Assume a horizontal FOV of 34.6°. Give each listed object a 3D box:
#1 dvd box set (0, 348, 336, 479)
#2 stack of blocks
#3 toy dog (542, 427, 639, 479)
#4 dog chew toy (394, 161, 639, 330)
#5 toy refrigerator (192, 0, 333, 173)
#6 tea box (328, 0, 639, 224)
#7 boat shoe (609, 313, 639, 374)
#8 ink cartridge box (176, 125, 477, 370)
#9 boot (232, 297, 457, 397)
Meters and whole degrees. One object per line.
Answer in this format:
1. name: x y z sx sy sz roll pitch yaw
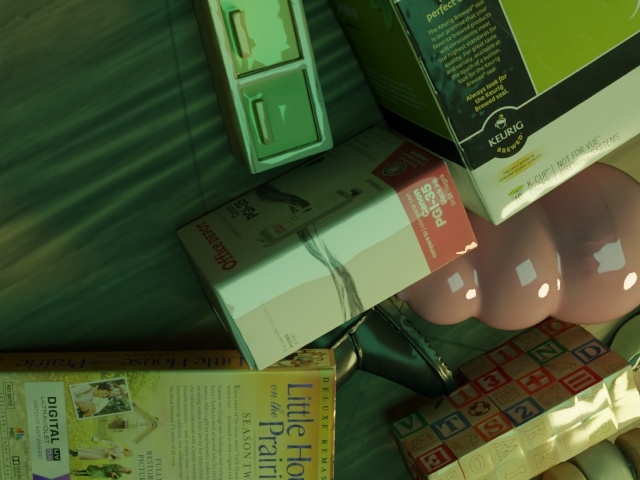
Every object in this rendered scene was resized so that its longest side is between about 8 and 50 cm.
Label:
1. dvd box set: -0.193 0.275 1.211 0.421 0.062 0.307 -1 110 -3
2. stack of blocks: 0.247 0.227 1.357 0.297 0.171 0.087 -27 116 -9
3. toy dog: 0.385 0.384 1.502 0.220 0.161 0.333 -2 124 -23
4. dog chew toy: 0.249 0.019 1.275 0.332 0.206 0.206 -11 112 -8
5. toy refrigerator: -0.070 -0.219 1.123 0.102 0.094 0.269 -19 115 -14
6. tea box: 0.219 -0.254 1.148 0.329 0.220 0.323 -32 117 -8
7. boat shoe: 0.443 0.161 1.480 0.133 0.049 0.042 -54 145 -4
8. ink cartridge box: 0.000 0.000 1.163 0.283 0.207 0.117 -29 115 -9
9. boot: 0.029 0.164 1.294 0.207 0.094 0.246 -43 111 -5
